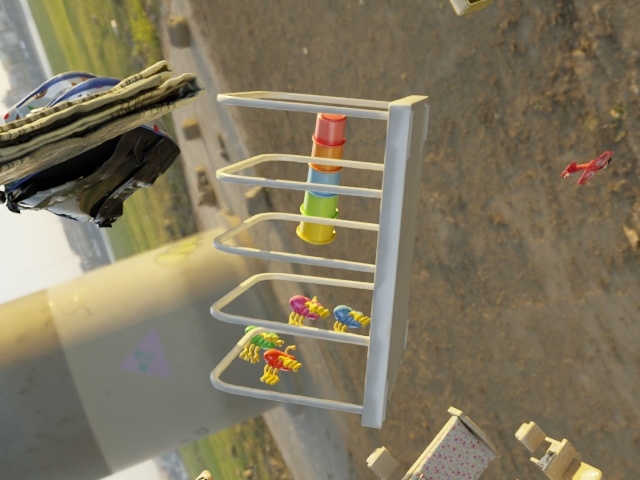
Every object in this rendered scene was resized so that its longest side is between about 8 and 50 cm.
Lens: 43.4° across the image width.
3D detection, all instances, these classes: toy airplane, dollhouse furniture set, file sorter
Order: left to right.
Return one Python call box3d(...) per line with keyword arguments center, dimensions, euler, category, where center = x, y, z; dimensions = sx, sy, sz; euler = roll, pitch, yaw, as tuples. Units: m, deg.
box3d(center=(0.000, 0.000, 0.766), dimensions=(0.193, 0.173, 0.277), euler=(-43, -42, -73), category="file sorter")
box3d(center=(0.323, 0.426, 1.505), dimensions=(0.355, 0.303, 0.174), euler=(46, 166, -19), category="dollhouse furniture set")
box3d(center=(0.677, -0.184, 2.052), dimensions=(0.151, 0.151, 0.028), euler=(100, 149, -63), category="toy airplane")

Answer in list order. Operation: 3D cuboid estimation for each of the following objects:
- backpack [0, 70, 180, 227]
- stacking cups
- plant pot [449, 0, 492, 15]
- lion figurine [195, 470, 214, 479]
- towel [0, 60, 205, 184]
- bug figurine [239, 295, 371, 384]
box3d(center=(-0.388, -0.162, 1.375), dimensions=(0.276, 0.263, 0.213), euler=(13, -126, -67), category="backpack")
box3d(center=(0.013, -0.148, 1.835), dimensions=(0.096, 0.096, 0.316), euler=(-127, 39, -49), category="stacking cups")
box3d(center=(0.334, -0.554, 1.819), dimensions=(0.081, 0.081, 0.083), euler=(65, 160, 8), category="plant pot")
box3d(center=(-0.107, 0.530, 1.537), dimensions=(0.240, 0.392, 0.142), euler=(17, -109, -66), category="lion figurine")
box3d(center=(-0.316, -0.092, 0.816), dimensions=(0.324, 0.312, 0.056), euler=(-12, 105, 43), category="towel")
box3d(center=(-0.041, 0.194, 1.694), dimensions=(0.216, 0.279, 0.072), euler=(36, -153, -49), category="bug figurine")
